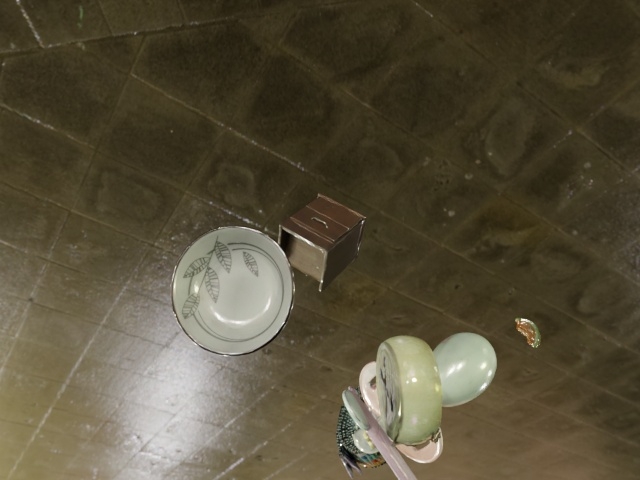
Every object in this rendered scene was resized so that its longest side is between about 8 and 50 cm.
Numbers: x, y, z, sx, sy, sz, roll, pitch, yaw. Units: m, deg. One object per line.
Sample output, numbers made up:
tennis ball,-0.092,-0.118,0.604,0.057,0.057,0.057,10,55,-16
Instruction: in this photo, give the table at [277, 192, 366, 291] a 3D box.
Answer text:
table,0.000,0.000,1.398,0.169,0.193,0.172,29,133,23

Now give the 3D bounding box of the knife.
knife,0.164,0.486,1.052,0.038,0.132,0.399,-37,87,9

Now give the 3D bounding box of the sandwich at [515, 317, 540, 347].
sandwich,0.811,0.351,1.903,0.067,0.135,0.029,-21,145,-8

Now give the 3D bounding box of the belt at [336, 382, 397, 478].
belt,0.179,0.666,1.729,0.206,0.295,0.160,-20,121,26

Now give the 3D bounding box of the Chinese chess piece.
Chinese chess piece,0.186,0.324,1.063,0.092,0.238,0.238,-1,135,-8

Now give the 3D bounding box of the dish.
dish,-0.207,0.125,1.223,0.316,0.316,0.106,-7,170,5

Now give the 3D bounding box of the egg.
egg,0.416,0.390,1.478,0.264,0.183,0.183,-37,139,-23

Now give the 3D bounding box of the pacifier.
pacifier,0.219,0.523,1.467,0.220,0.332,0.273,-42,161,13
